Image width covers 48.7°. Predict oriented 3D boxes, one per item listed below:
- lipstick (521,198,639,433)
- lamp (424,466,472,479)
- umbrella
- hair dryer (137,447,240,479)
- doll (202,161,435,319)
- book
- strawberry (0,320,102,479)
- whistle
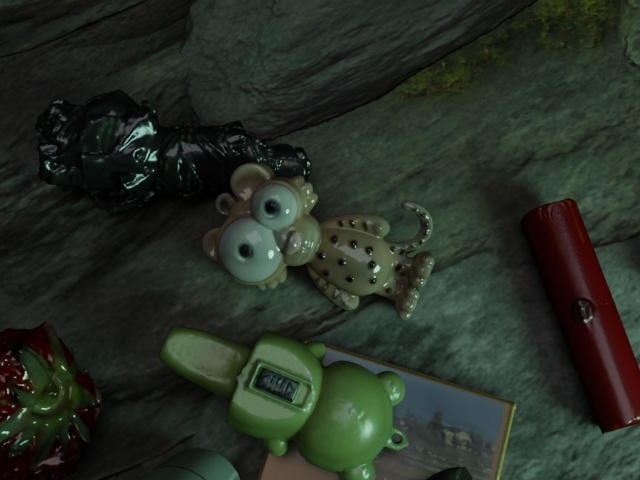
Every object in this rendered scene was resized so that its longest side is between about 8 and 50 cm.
[{"bbox_3d":[0.318,0.084,0.849,0.073,0.073,0.279,-13,68,-4],"label":"lipstick"},{"bbox_3d":[0.085,0.339,0.714,0.101,0.101,0.250,28,68,11],"label":"lamp"},{"bbox_3d":[-0.187,-0.122,0.917,0.337,0.128,0.154,-8,91,-10],"label":"umbrella"},{"bbox_3d":[-0.175,0.402,0.714,0.108,0.173,0.357,13,88,10],"label":"hair dryer"},{"bbox_3d":[0.000,0.002,0.860,0.278,0.119,0.154,14,102,4],"label":"doll"},{"bbox_3d":[0.048,0.320,0.783,0.263,0.028,0.373,16,70,7],"label":"book"},{"bbox_3d":[-0.353,0.182,0.776,0.202,0.187,0.184,-1,91,30],"label":"strawberry"},{"bbox_3d":[-0.039,0.166,0.772,0.289,0.106,0.131,21,73,7],"label":"whistle"}]
